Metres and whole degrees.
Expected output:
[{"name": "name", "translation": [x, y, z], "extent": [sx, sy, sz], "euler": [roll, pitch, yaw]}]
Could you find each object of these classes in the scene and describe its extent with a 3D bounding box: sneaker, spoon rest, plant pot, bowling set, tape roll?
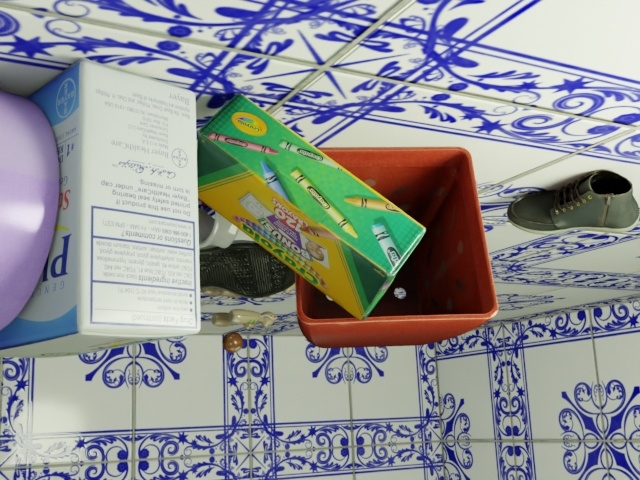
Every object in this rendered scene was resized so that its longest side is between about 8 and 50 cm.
[{"name": "sneaker", "translation": [-0.197, 0.026, 1.439], "extent": [0.295, 0.124, 0.178], "euler": [1, -156, -17]}, {"name": "spoon rest", "translation": [-0.185, -0.018, 1.212], "extent": [0.137, 0.084, 0.276], "euler": [3, 167, -28]}, {"name": "plant pot", "translation": [0.085, 0.038, 1.200], "extent": [0.267, 0.267, 0.236], "euler": [-1, 153, -6]}, {"name": "bowling set", "translation": [-0.193, 0.193, 2.104], "extent": [0.154, 0.200, 0.287], "euler": [6, 173, -34]}, {"name": "sneaker", "translation": [0.422, -0.073, 1.371], "extent": [0.222, 0.083, 0.118], "euler": [-1, 150, 24]}, {"name": "tape roll", "translation": [-0.396, -0.035, 0.877], "extent": [0.275, 0.275, 0.090], "euler": [-13, 162, 40]}]

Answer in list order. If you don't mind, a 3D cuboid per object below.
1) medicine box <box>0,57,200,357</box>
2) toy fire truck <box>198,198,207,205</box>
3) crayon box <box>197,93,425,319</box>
[{"name": "medicine box", "translation": [-0.277, -0.019, 0.936], "extent": [0.149, 0.289, 0.263], "euler": [10, 162, -44]}, {"name": "toy fire truck", "translation": [-0.207, -0.085, 1.209], "extent": [0.135, 0.047, 0.192], "euler": [1, 167, -16]}, {"name": "crayon box", "translation": [-0.022, -0.036, 0.989], "extent": [0.278, 0.081, 0.165], "euler": [37, 156, 7]}]
